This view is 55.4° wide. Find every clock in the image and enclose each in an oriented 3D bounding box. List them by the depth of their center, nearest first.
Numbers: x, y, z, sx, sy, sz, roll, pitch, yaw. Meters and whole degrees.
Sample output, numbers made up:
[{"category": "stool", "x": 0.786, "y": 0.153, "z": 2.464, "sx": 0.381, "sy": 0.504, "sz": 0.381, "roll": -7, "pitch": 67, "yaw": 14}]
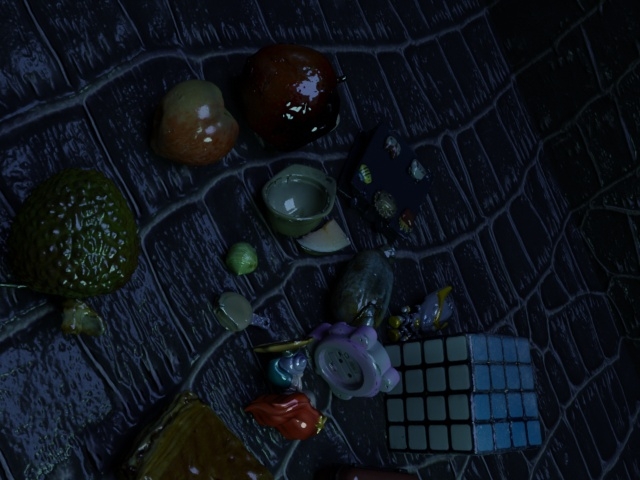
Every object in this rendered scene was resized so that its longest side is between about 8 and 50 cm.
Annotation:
[{"category": "clock", "x": 0.086, "y": 0.329, "z": 1.670, "sx": 0.090, "sy": 0.248, "sz": 0.228, "roll": -36, "pitch": 101, "yaw": -40}]

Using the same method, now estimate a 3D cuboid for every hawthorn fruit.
[{"category": "hawthorn fruit", "x": -0.088, "y": -0.404, "z": 1.738, "sx": 0.316, "sy": 0.316, "sz": 0.316, "roll": 15, "pitch": 67, "yaw": -38}]

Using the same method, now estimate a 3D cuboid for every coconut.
[{"category": "coconut", "x": -0.208, "y": 0.051, "z": 1.614, "sx": 0.088, "sy": 0.088, "sz": 0.096, "roll": 27, "pitch": 54, "yaw": -33}]

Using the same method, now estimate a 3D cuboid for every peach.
[{"category": "peach", "x": -0.332, "y": -0.291, "z": 1.559, "sx": 0.232, "sy": 0.232, "sz": 0.233, "roll": 15, "pitch": 67, "yaw": -38}]

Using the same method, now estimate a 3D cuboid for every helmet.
[{"category": "helmet", "x": -0.068, "y": -0.091, "z": 1.749, "sx": 0.204, "sy": 0.137, "sz": 0.257, "roll": 24, "pitch": 42, "yaw": 11}]

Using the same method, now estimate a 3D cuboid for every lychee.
[{"category": "lychee", "x": -0.497, "y": 0.014, "z": 1.247, "sx": 0.270, "sy": 0.270, "sz": 0.320, "roll": 29, "pitch": 97, "yaw": -32}]

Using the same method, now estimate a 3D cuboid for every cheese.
[{"category": "cheese", "x": -0.205, "y": 0.199, "z": 1.590, "sx": 0.171, "sy": 0.047, "sz": 0.092, "roll": 44, "pitch": 53, "yaw": -23}]

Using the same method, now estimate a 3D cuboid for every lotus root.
[{"category": "lotus root", "x": 0.131, "y": 0.144, "z": 1.837, "sx": 0.175, "sy": 0.175, "sz": 0.350, "roll": 44, "pitch": 48, "yaw": -23}]

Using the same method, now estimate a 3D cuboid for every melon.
[{"category": "melon", "x": 0.005, "y": 0.006, "z": 1.840, "sx": 0.182, "sy": 0.054, "sz": 0.098, "roll": -31, "pitch": 92, "yaw": -43}]

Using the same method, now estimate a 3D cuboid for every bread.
[{"category": "bread", "x": -0.278, "y": 0.531, "z": 1.327, "sx": 0.324, "sy": 0.167, "sz": 0.277, "roll": 45, "pitch": 31, "yaw": -6}]

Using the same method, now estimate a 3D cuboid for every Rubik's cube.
[{"category": "Rubik's cube", "x": 0.426, "y": 0.468, "z": 1.861, "sx": 0.344, "sy": 0.343, "sz": 0.337, "roll": 9, "pitch": 71, "yaw": -39}]

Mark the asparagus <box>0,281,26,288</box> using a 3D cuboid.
[{"category": "asparagus", "x": -0.666, "y": 0.085, "z": 1.243, "sx": 0.162, "sy": 0.016, "sz": 0.016, "roll": 13, "pitch": 94, "yaw": -38}]

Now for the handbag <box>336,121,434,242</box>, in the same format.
[{"category": "handbag", "x": 0.223, "y": -0.194, "z": 2.053, "sx": 0.303, "sy": 0.122, "sz": 0.329, "roll": 41, "pitch": 54, "yaw": -25}]

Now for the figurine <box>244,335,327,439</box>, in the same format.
[{"category": "figurine", "x": -0.090, "y": 0.388, "z": 1.562, "sx": 0.208, "sy": 0.180, "sz": 0.257, "roll": 32, "pitch": 47, "yaw": -80}]

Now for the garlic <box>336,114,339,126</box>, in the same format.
[{"category": "garlic", "x": 0.006, "y": -0.397, "z": 1.955, "sx": 0.113, "sy": 0.074, "sz": 0.094, "roll": 16, "pitch": 86, "yaw": 6}]

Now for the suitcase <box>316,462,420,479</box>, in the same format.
[{"category": "suitcase", "x": 0.130, "y": 0.728, "z": 1.637, "sx": 0.297, "sy": 0.161, "sz": 0.236, "roll": 22, "pitch": 62, "yaw": -36}]

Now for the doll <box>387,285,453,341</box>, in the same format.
[{"category": "doll", "x": 0.345, "y": 0.249, "z": 2.029, "sx": 0.316, "sy": 0.103, "sz": 0.146, "roll": -13, "pitch": 89, "yaw": -38}]
